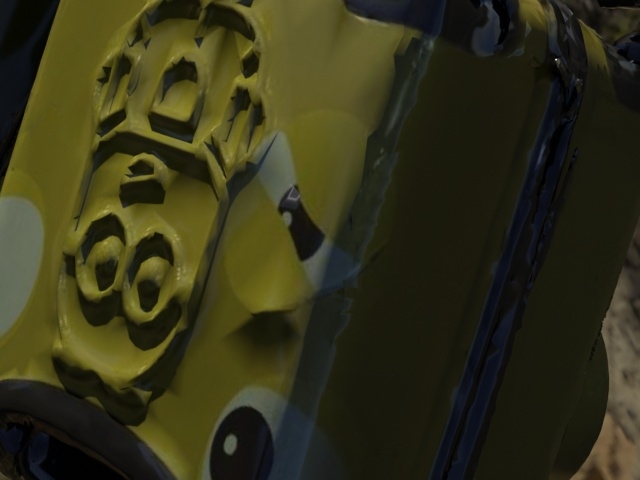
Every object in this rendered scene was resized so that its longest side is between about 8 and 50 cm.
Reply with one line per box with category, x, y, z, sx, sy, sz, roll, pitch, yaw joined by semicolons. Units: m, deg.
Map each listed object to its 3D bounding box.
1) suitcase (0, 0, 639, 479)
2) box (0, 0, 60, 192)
suitcase;0.000;0.000;0.558;0.194;0.143;0.235;21;94;48
box;-0.175;-0.073;1.429;0.138;0.420;0.373;43;111;24
